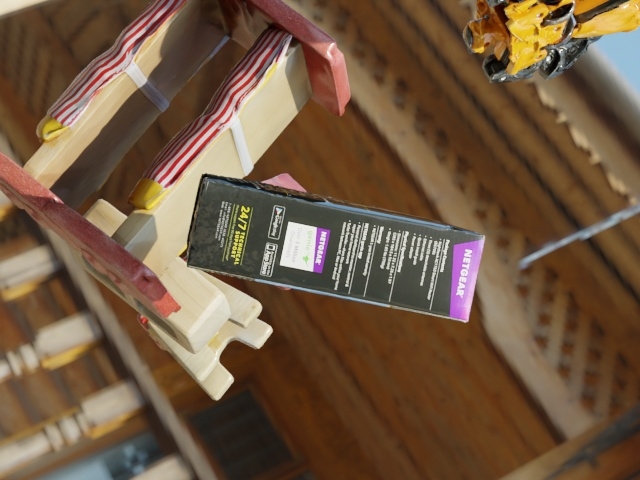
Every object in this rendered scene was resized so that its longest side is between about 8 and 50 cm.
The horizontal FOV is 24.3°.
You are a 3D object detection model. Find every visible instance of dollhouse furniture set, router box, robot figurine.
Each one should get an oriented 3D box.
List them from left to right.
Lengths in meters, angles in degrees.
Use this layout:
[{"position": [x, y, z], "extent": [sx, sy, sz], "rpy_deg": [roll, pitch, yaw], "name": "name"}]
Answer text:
[{"position": [-0.093, -0.039, 1.077], "extent": [0.152, 0.201, 0.374], "rpy_deg": [37, -11, 13], "name": "dollhouse furniture set"}, {"position": [0.000, 0.000, 0.756], "extent": [0.179, 0.133, 0.046], "rpy_deg": [-143, -115, -85], "name": "router box"}, {"position": [0.250, -0.235, 1.263], "extent": [0.211, 0.291, 0.085], "rpy_deg": [73, -7, -67], "name": "robot figurine"}]
